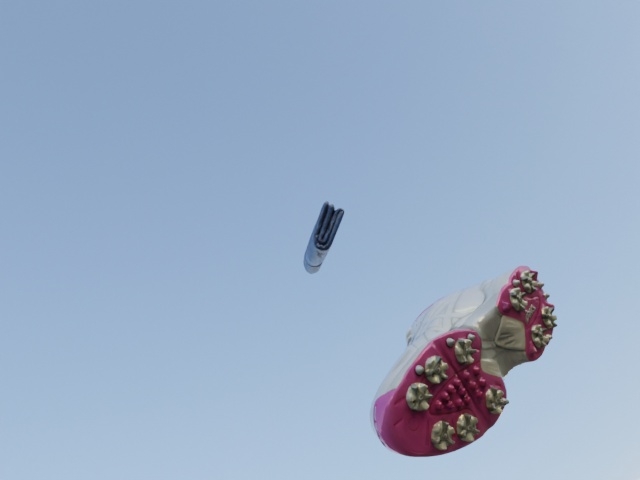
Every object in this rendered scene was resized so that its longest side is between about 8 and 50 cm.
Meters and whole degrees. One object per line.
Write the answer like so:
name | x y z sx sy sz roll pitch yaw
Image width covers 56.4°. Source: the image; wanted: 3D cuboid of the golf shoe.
golf shoe | 0.141 0.132 0.657 0.306 0.140 0.115 -27 -83 -41

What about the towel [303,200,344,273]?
towel | 0.000 0.000 0.773 0.029 0.119 0.067 22 -110 -1
